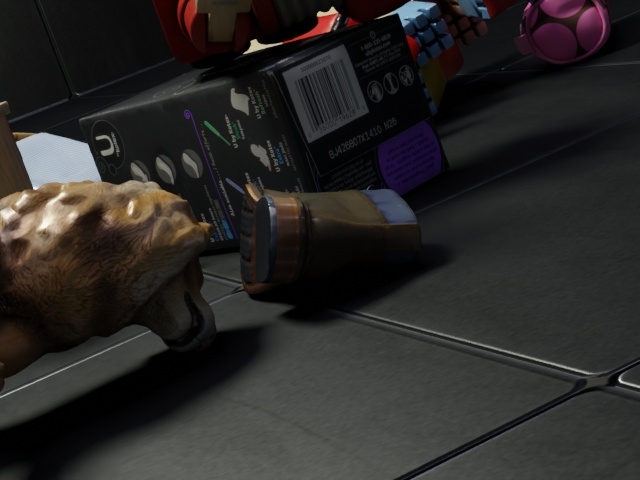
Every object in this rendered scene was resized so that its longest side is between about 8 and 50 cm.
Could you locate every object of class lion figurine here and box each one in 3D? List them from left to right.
[{"bbox_3d":[-0.261,0.074,1.077,0.392,0.142,0.240,-22,3,11],"label":"lion figurine"}]

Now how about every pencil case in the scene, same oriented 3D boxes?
[{"bbox_3d":[0.261,-0.245,1.809,0.098,0.095,0.209,-33,5,17],"label":"pencil case"}]

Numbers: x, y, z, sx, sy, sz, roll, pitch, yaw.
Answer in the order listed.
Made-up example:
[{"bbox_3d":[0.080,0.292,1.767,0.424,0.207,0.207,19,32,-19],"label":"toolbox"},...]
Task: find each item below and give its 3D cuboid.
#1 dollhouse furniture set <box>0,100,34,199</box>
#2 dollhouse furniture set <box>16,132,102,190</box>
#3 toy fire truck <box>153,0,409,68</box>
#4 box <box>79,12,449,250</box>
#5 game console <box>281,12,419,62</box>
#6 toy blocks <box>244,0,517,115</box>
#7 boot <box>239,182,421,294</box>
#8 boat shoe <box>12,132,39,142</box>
[{"bbox_3d":[-0.212,-0.031,1.352,0.129,0.183,0.129,-15,12,22],"label":"dollhouse furniture set"},{"bbox_3d":[-0.308,-0.108,1.597,0.286,0.198,0.303,18,31,32],"label":"dollhouse furniture set"},{"bbox_3d":[-0.028,-0.215,1.320,0.217,0.158,0.246,-19,23,-2],"label":"toy fire truck"},{"bbox_3d":[-0.052,-0.085,1.439,0.165,0.143,0.270,-29,14,-40],"label":"box"},{"bbox_3d":[0.010,-0.140,1.598,0.085,0.124,0.144,125,168,-71],"label":"game console"},{"bbox_3d":[0.044,-0.188,1.746,0.381,0.191,0.261,-35,25,-18],"label":"toy blocks"},{"bbox_3d":[0.000,0.000,1.197,0.106,0.082,0.219,1,4,-9],"label":"boot"},{"bbox_3d":[-0.466,-0.071,2.148,0.285,0.104,0.089,-16,7,-22],"label":"boat shoe"}]
